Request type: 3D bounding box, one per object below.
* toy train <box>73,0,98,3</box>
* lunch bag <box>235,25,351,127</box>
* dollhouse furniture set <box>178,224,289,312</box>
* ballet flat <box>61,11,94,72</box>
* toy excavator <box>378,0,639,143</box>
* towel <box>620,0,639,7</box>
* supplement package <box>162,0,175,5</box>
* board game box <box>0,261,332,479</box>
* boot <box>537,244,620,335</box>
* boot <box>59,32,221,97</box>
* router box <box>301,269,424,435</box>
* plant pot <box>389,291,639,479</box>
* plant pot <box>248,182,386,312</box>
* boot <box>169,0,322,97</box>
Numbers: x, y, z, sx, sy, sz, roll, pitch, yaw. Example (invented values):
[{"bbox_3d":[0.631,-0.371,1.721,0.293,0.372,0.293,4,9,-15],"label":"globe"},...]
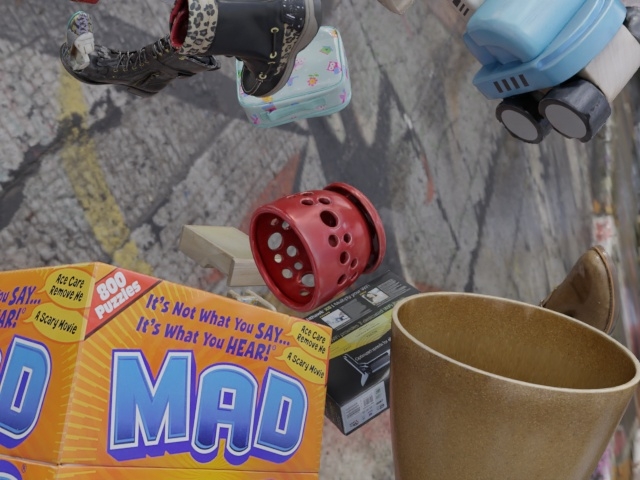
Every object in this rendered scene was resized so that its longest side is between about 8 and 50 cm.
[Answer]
[{"bbox_3d":[-0.474,-0.477,1.256,0.143,0.248,0.105,1,107,-31],"label":"toy train"},{"bbox_3d":[-0.070,-0.389,1.761,0.108,0.279,0.224,62,18,-60],"label":"lunch bag"},{"bbox_3d":[-0.255,0.188,1.829,0.362,0.256,0.394,2,108,-42],"label":"dollhouse furniture set"},{"bbox_3d":[-0.330,-0.269,1.004,0.041,0.114,0.041,10,65,-23],"label":"ballet flat"},{"bbox_3d":[0.313,-0.403,1.302,0.445,0.433,0.222,44,82,-16],"label":"toy excavator"},{"bbox_3d":[0.642,-0.471,1.333,0.317,0.332,0.053,58,11,-52],"label":"towel"},{"bbox_3d":[-0.191,-0.481,1.127,0.149,0.194,0.203,-61,173,-31],"label":"supplement package"},{"bbox_3d":[-0.246,0.247,0.841,0.356,0.357,0.356,23,67,-48],"label":"board game box"},{"bbox_3d":[0.401,0.127,1.199,0.305,0.115,0.112,93,-10,-49],"label":"boot"},{"bbox_3d":[-0.365,-0.378,1.482,0.263,0.229,0.091,8,77,-45],"label":"boot"},{"bbox_3d":[0.095,0.203,1.395,0.309,0.243,0.081,-27,128,-23],"label":"router box"},{"bbox_3d":[0.166,0.210,0.731,0.237,0.237,0.254,-16,119,-61],"label":"plant pot"},{"bbox_3d":[0.000,0.000,1.215,0.174,0.191,0.191,-28,106,-31],"label":"plant pot"},{"bbox_3d":[-0.118,-0.262,0.965,0.179,0.236,0.085,-9,78,-26],"label":"boot"}]
